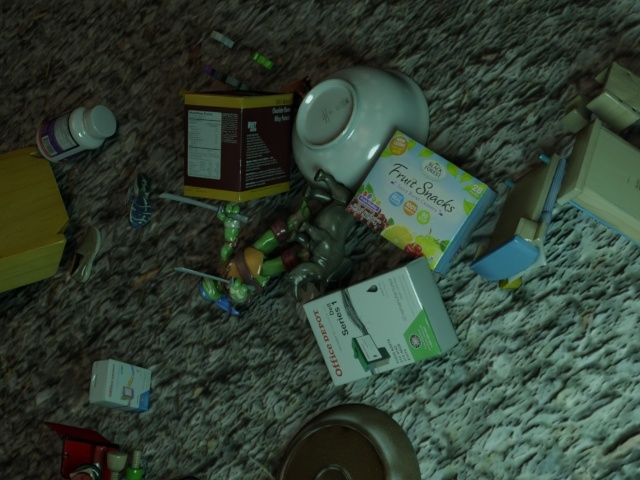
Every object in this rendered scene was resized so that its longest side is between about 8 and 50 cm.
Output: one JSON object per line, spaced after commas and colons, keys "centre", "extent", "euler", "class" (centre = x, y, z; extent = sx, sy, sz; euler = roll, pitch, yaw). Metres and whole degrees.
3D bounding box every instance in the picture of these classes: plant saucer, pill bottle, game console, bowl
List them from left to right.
{"centre": [-0.597, -0.266, 2.440], "extent": [0.193, 0.108, 0.108], "euler": [-16, 64, 33], "class": "pill bottle"}
{"centre": [-0.497, 0.441, 2.055], "extent": [0.085, 0.144, 0.124], "euler": [-16, 64, 34], "class": "game console"}
{"centre": [0.030, 0.430, 1.700], "extent": [0.310, 0.050, 0.311], "euler": [-15, 65, 33], "class": "plant saucer"}
{"centre": [0.047, -0.216, 1.885], "extent": [0.297, 0.134, 0.298], "euler": [-15, 65, 34], "class": "bowl"}

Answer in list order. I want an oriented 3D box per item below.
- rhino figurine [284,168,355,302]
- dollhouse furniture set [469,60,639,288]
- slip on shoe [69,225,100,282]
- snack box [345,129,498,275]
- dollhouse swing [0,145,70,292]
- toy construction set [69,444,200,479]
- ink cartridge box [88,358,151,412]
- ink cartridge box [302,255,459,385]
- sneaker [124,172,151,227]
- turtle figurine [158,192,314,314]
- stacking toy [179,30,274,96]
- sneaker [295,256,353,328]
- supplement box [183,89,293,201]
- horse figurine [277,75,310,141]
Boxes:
{"centre": [0.000, 0.000, 1.798], "extent": [0.073, 0.106, 0.243], "euler": [-23, 45, 63], "class": "rhino figurine"}
{"centre": [0.417, -0.060, 1.572], "extent": [0.303, 0.198, 0.286], "euler": [-42, 20, 58], "class": "dollhouse furniture set"}
{"centre": [-0.556, 0.029, 2.334], "extent": [0.051, 0.041, 0.135], "euler": [8, 78, 41], "class": "slip on shoe"}
{"centre": [0.176, -0.067, 1.739], "extent": [0.207, 0.070, 0.175], "euler": [37, 97, 27], "class": "snack box"}
{"centre": [-0.792, 0.014, 2.520], "extent": [0.315, 0.305, 0.347], "euler": [-17, 52, -15], "class": "dollhouse swing"}
{"centre": [-0.375, 0.544, 1.891], "extent": [0.308, 0.257, 0.237], "euler": [11, 92, 60], "class": "toy construction set"}
{"centre": [-0.414, 0.302, 2.057], "extent": [0.052, 0.122, 0.089], "euler": [-14, 65, 35], "class": "ink cartridge box"}
{"centre": [0.100, 0.140, 1.690], "extent": [0.219, 0.092, 0.160], "euler": [-23, 89, 30], "class": "ink cartridge box"}
{"centre": [-0.420, -0.085, 2.272], "extent": [0.058, 0.052, 0.135], "euler": [-25, 51, 41], "class": "sneaker"}
{"centre": [-0.137, 0.012, 1.875], "extent": [0.266, 0.275, 0.198], "euler": [-24, 23, 4], "class": "turtle figurine"}
{"centre": [-0.206, -0.356, 2.204], "extent": [0.221, 0.052, 0.167], "euler": [33, 96, 40], "class": "stacking toy"}
{"centre": [0.002, 0.088, 1.854], "extent": [0.152, 0.053, 0.061], "euler": [-54, 46, 9], "class": "sneaker"}
{"centre": [-0.155, -0.187, 1.907], "extent": [0.129, 0.191, 0.194], "euler": [8, 103, 27], "class": "supplement box"}
{"centre": [-0.129, -0.225, 2.072], "extent": [0.263, 0.066, 0.175], "euler": [-28, 52, 31], "class": "horse figurine"}
